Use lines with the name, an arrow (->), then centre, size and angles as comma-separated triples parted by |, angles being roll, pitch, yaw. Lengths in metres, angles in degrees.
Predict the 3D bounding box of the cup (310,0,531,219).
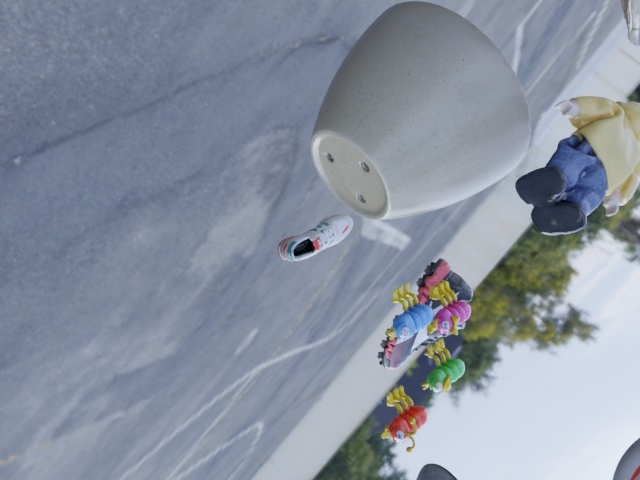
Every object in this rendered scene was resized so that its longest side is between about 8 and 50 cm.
cup -> 0.123, -0.167, 1.246 | 0.237, 0.331, 0.331 | -41, 168, -23

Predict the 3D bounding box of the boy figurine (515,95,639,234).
boy figurine -> 0.390, -0.130, 1.126 | 0.285, 0.177, 0.092 | -42, -165, -34

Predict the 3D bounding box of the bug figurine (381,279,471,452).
bug figurine -> 0.171, 0.191, 1.275 | 0.216, 0.072, 0.279 | -28, 126, -44

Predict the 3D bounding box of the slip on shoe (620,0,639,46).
slip on shoe -> 0.358, -0.265, 0.889 | 0.051, 0.041, 0.135 | -42, 155, 10

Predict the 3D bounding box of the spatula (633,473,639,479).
spatula -> 0.209, 0.185, 0.538 | 0.242, 0.019, 0.168 | -32, 158, -32

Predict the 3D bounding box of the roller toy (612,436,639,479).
roller toy -> 0.438, 0.299, 0.896 | 0.146, 0.191, 0.209 | 12, 112, -49

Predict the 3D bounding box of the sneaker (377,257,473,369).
sneaker -> 0.228, 0.180, 1.690 | 0.276, 0.135, 0.097 | -59, 169, 16

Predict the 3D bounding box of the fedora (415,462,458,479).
fedora -> 0.200, 0.419, 0.988 | 0.243, 0.124, 0.276 | -166, -100, -70

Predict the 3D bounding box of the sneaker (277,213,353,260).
sneaker -> 0.000, 0.000, 1.533 | 0.161, 0.057, 0.075 | -24, -163, -13
